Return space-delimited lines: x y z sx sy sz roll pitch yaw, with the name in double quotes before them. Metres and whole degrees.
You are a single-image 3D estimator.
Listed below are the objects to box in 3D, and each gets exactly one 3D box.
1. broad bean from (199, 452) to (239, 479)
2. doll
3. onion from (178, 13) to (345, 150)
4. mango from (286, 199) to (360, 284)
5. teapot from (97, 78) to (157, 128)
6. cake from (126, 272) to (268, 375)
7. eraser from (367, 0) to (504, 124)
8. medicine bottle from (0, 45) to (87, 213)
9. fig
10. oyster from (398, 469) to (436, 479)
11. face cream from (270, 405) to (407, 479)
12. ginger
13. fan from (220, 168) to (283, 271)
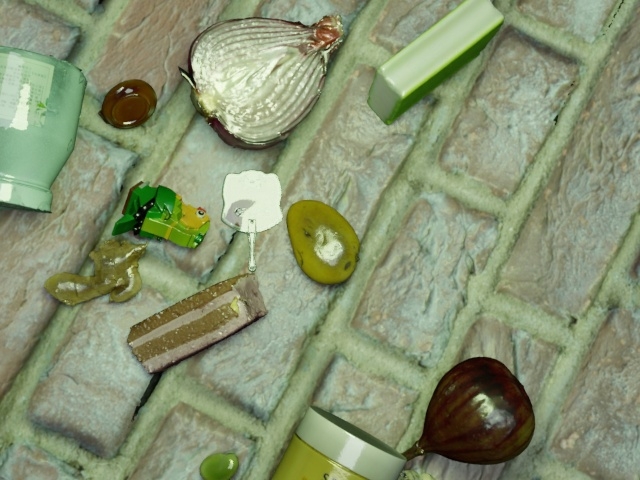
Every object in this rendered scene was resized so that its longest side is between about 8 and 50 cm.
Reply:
"broad bean" -0.203 0.462 1.622 0.083 0.045 0.063 -21 84 3
"doll" -0.318 -0.045 1.632 0.186 0.106 0.134 17 42 -16
"onion" -0.107 -0.342 1.659 0.349 0.159 0.267 -29 98 -13
"mango" 0.000 0.000 1.656 0.137 0.098 0.195 -39 82 -2
"teapot" -0.405 -0.286 1.679 0.129 0.078 0.098 -35 128 6
"cake" -0.251 0.166 1.625 0.295 0.113 0.115 -28 84 0
"eraser" 0.231 -0.372 1.653 0.274 0.210 0.092 -40 86 -9
"medicine bottle" -0.603 -0.208 1.575 0.245 0.245 0.289 7 85 -2
"fig" 0.271 0.384 1.599 0.321 0.217 0.217 -39 87 14
"oyster" 0.211 0.567 1.620 0.133 0.072 0.209 -11 83 -7
"face cream" 0.031 0.451 1.547 0.218 0.218 0.179 28 84 0
"ginger" -0.457 0.064 1.645 0.214 0.059 0.132 -2 92 -2
"fan" -0.145 -0.043 1.695 0.132 0.009 0.219 0 84 -2
